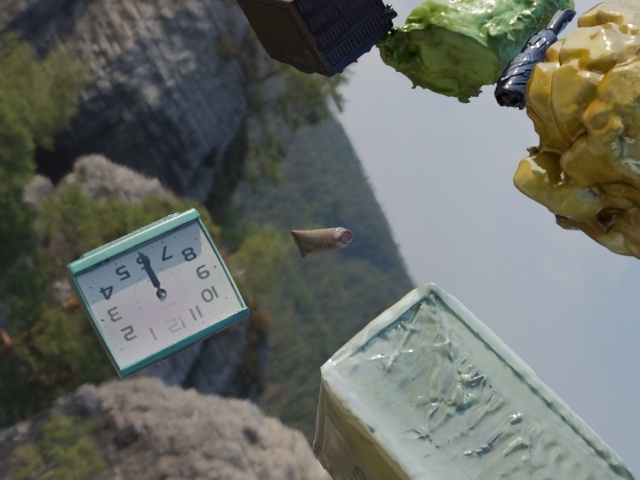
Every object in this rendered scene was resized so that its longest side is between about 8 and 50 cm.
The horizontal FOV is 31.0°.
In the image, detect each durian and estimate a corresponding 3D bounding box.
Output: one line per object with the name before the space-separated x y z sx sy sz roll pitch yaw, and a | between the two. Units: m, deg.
durian | 0.302 -0.386 2.128 0.256 0.339 0.204 31 -26 51

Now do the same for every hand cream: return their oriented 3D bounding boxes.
hand cream | 0.000 0.000 2.472 0.209 0.043 0.067 -10 -71 58

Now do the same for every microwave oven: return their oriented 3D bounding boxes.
microwave oven | -0.010 -0.424 2.113 0.247 0.178 0.188 29 -22 55

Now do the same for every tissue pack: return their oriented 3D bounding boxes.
tissue pack | 0.160 0.271 1.393 0.332 0.205 0.405 47 -16 15

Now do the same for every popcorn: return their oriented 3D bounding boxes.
popcorn | 0.463 -0.157 1.592 0.344 0.390 0.354 19 -56 35

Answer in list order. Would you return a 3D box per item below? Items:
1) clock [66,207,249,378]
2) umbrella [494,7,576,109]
clock | -0.297 0.098 2.088 0.231 0.262 0.116 61 -22 5
umbrella | 0.357 -0.307 1.918 0.071 0.248 0.071 22 -33 15
